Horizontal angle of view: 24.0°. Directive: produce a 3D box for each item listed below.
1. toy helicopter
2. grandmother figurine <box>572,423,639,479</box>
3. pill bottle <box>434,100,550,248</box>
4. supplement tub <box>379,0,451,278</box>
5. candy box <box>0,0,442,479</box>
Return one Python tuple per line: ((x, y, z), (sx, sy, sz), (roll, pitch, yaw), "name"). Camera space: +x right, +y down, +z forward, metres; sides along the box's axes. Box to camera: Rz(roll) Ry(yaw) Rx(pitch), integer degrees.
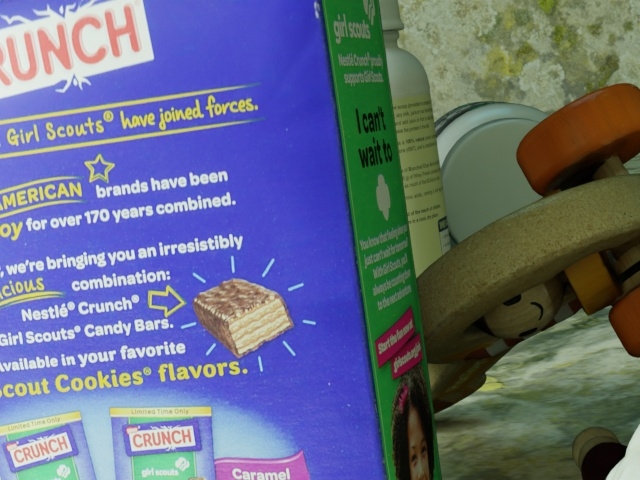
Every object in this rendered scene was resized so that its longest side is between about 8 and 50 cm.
((0.089, 0.060, 0.936), (0.235, 0.140, 0.355), (-23, -16, -20), "toy helicopter")
((0.227, 0.099, 0.787), (0.208, 0.104, 0.342), (-36, -5, 27), "grandmother figurine")
((0.220, -0.068, 1.845), (0.204, 0.204, 0.361), (-8, 6, 1), "pill bottle")
((-0.006, -0.049, 1.378), (0.235, 0.325, 0.235), (-8, 6, 1), "supplement tub")
((-0.092, 0.031, 0.749), (0.268, 0.317, 0.122), (-6, 6, 15), "candy box")
